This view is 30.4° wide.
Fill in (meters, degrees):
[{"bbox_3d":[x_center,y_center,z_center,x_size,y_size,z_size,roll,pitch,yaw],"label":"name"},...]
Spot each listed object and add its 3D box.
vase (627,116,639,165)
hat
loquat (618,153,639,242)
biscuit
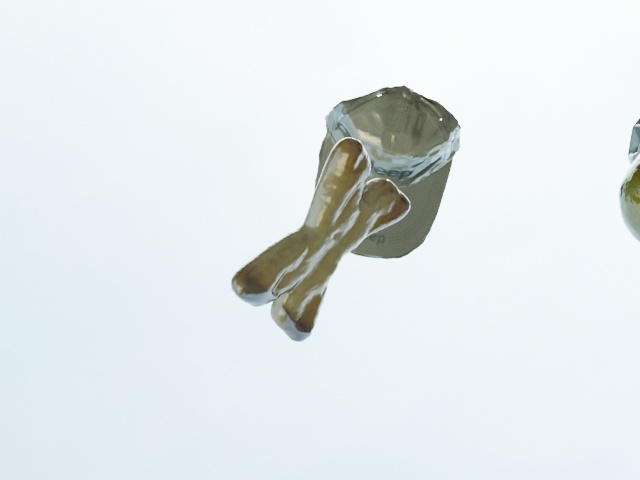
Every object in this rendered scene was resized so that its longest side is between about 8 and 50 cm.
[{"bbox_3d":[0.524,-0.155,1.328,0.165,0.360,0.165,23,-129,-31],"label":"vase"},{"bbox_3d":[0.102,-0.099,1.758,0.214,0.149,0.244,8,-97,-2],"label":"hat"},{"bbox_3d":[0.401,-0.047,1.210,0.152,0.195,0.152,-13,-71,-44],"label":"loquat"},{"bbox_3d":[0.000,0.000,1.274,0.047,0.208,0.164,35,174,33],"label":"biscuit"}]
